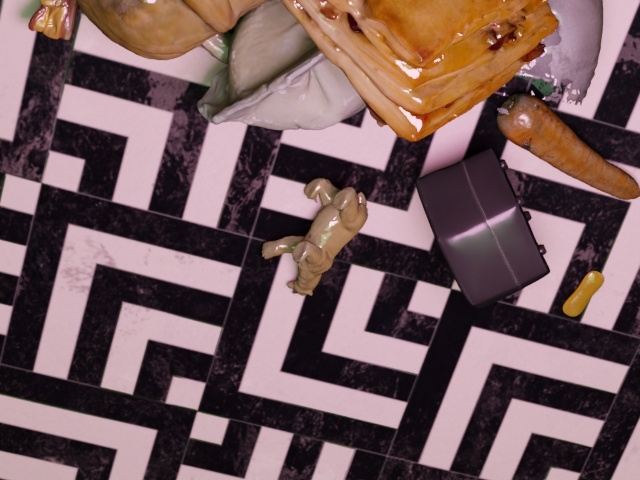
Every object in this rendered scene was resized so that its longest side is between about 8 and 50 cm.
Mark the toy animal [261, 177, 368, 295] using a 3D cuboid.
[{"bbox_3d":[0.000,0.000,2.075,0.101,0.103,0.218,24,110,-38],"label":"toy animal"}]

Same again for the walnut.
[{"bbox_3d":[-0.198,-0.392,1.774,0.282,0.253,0.277,-44,112,-16],"label":"walnut"}]

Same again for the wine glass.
[{"bbox_3d":[0.317,-0.356,1.859,0.190,0.190,0.357,9,110,-6],"label":"wine glass"}]

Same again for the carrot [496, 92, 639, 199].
[{"bbox_3d":[0.392,-0.125,2.033,0.298,0.078,0.078,31,111,-19],"label":"carrot"}]

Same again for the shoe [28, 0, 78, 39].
[{"bbox_3d":[-0.377,-0.341,1.902,0.069,0.072,0.109,4,115,-9],"label":"shoe"}]

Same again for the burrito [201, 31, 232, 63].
[{"bbox_3d":[-0.176,-0.312,1.939,0.149,0.041,0.055,40,120,-18],"label":"burrito"}]

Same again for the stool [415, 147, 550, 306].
[{"bbox_3d":[0.245,-0.017,1.998,0.141,0.232,0.232,-24,114,8],"label":"stool"}]

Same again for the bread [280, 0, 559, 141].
[{"bbox_3d":[0.117,-0.336,1.657,0.314,0.191,0.370,-36,93,-27],"label":"bread"}]

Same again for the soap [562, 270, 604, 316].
[{"bbox_3d":[0.423,0.086,2.160,0.034,0.012,0.089,28,112,-14],"label":"soap"}]

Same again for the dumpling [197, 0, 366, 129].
[{"bbox_3d":[-0.018,-0.270,1.872,0.212,0.270,0.320,38,103,24],"label":"dumpling"}]
